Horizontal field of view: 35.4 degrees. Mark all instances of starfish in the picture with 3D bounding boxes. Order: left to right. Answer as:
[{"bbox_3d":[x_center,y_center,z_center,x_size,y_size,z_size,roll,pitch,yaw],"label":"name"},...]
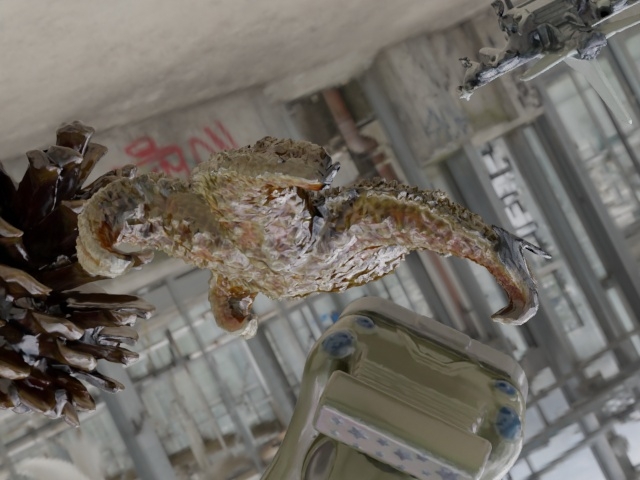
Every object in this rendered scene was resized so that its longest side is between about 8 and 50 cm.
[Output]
[{"bbox_3d":[0.003,0.003,0.662,0.303,0.113,0.312,-5,169,34],"label":"starfish"}]

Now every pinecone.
[{"bbox_3d":[-0.358,0.025,1.216,0.384,0.384,0.384,-26,178,-1],"label":"pinecone"}]

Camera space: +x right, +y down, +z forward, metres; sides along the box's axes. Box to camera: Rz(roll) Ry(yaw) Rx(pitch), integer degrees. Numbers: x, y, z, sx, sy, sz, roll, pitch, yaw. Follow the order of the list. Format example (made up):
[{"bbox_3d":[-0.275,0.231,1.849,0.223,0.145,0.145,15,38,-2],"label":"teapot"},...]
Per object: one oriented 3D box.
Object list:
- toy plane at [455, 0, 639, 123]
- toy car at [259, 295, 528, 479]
[{"bbox_3d":[0.156,-0.149,0.703,0.160,0.082,0.234,-28,-154,3],"label":"toy plane"},{"bbox_3d":[0.058,0.257,1.042,0.226,0.242,0.336,-53,166,-62],"label":"toy car"}]
